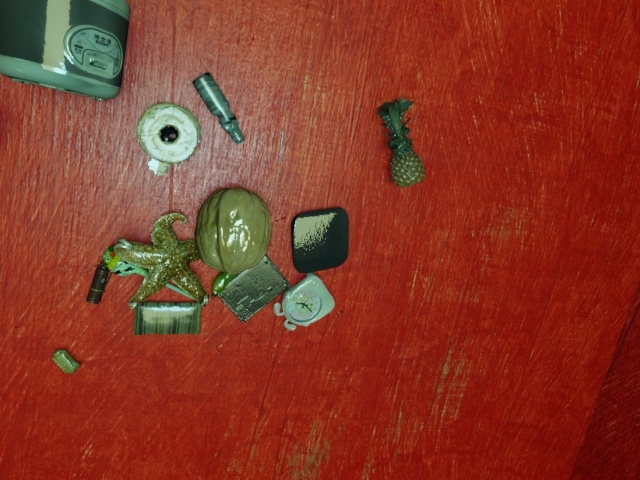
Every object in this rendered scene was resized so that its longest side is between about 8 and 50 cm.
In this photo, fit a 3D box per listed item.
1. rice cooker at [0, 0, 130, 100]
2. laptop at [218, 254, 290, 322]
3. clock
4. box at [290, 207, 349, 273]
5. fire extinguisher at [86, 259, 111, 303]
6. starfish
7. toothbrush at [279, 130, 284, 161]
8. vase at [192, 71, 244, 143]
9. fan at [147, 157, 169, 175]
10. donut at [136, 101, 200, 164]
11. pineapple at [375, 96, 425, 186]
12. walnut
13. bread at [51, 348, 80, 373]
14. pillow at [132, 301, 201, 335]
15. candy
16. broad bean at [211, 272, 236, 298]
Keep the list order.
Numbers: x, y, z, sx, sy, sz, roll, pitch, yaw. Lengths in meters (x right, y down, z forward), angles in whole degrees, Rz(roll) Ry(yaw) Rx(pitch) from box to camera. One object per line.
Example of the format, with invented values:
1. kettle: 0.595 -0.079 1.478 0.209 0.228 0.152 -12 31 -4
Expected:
1. rice cooker: -0.598 -0.489 1.007 0.289 0.288 0.276 10 100 -19
2. laptop: -0.221 0.158 1.414 0.207 0.026 0.154 -37 112 -5
3. clock: -0.060 0.213 1.458 0.191 0.062 0.151 -34 111 -6
4. box: 0.000 0.000 1.433 0.201 0.042 0.212 -8 107 -15
5. fire extinguisher: -0.651 0.122 1.267 0.056 0.039 0.132 13 101 -53
6. starfish: -0.431 0.075 1.246 0.303 0.113 0.312 53 57 -14
7. toothbrush: -0.121 -0.294 1.339 0.006 0.008 0.096 0 103 -31
8. vase: -0.286 -0.376 1.242 0.060 0.060 0.211 -34 112 -7
9. fan: -0.461 -0.229 1.254 0.083 0.004 0.056 -46 109 -2
10. donut: -0.426 -0.301 1.213 0.175 0.068 0.174 -3 103 -14
11. pineapple: 0.268 -0.320 1.398 0.130 0.119 0.277 -16 107 7
12. walnut: -0.252 -0.029 1.249 0.225 0.225 0.260 5 73 -18
13. bread: -0.769 0.363 1.295 0.049 0.033 0.088 -32 107 8
14. pillow: -0.479 0.244 1.351 0.204 0.038 0.113 4 99 -19
15. candy: -0.507 0.106 1.300 0.083 0.091 0.305 -42 125 19
16. broad bean: -0.264 0.078 1.365 0.052 0.053 0.256 43 86 -22
